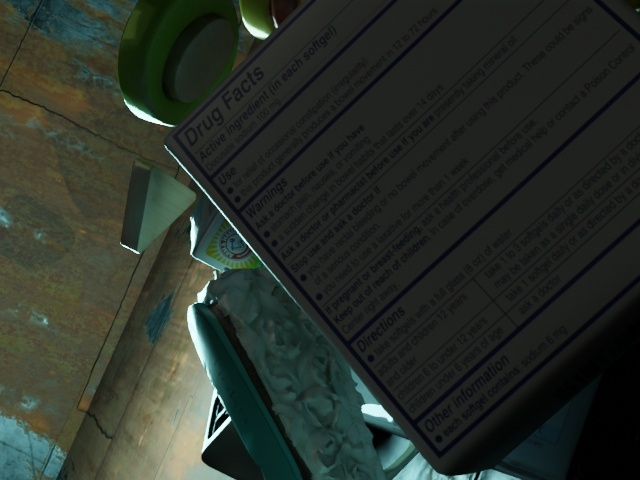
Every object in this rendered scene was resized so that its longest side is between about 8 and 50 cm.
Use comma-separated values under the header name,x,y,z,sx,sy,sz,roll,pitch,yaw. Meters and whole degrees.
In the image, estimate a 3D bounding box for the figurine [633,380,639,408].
name,x,y,z,sx,sy,sz,roll,pitch,yaw
figurine,0.258,0.062,0.536,0.214,0.092,0.209,-57,14,19

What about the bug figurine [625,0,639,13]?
name,x,y,z,sx,sy,sz,roll,pitch,yaw
bug figurine,0.286,-0.231,0.690,0.279,0.072,0.216,-39,-23,-14

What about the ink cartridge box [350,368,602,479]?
name,x,y,z,sx,sy,sz,roll,pitch,yaw
ink cartridge box,0.158,-0.002,0.901,0.384,0.091,0.308,-69,17,-10

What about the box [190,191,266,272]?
name,x,y,z,sx,sy,sz,roll,pitch,yaw
box,0.000,0.000,0.879,0.103,0.203,0.114,-58,17,11

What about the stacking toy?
name,x,y,z,sx,sy,sz,roll,pitch,yaw
stacking toy,-0.043,-0.119,0.941,0.279,0.130,0.308,-34,-40,-49

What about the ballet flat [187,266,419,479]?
name,x,y,z,sx,sy,sz,roll,pitch,yaw
ballet flat,0.034,0.194,0.751,0.147,0.147,0.408,-37,73,56

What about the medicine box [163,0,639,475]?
name,x,y,z,sx,sy,sz,roll,pitch,yaw
medicine box,0.097,-0.044,0.669,0.263,0.289,0.149,-43,-21,7

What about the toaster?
name,x,y,z,sx,sy,sz,roll,pitch,yaw
toaster,-0.057,0.183,1.235,0.185,0.110,0.168,-50,23,38

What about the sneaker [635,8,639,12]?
name,x,y,z,sx,sy,sz,roll,pitch,yaw
sneaker,0.282,-0.329,0.859,0.108,0.100,0.271,152,110,-69
